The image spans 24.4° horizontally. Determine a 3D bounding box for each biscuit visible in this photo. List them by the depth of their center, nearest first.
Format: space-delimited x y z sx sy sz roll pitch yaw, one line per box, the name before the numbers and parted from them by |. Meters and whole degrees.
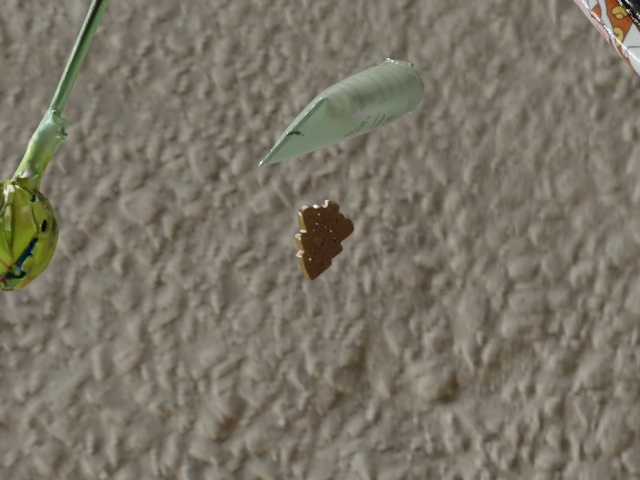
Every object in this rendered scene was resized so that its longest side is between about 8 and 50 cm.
biscuit | 0.000 0.000 1.643 0.016 0.082 0.092 20 96 48

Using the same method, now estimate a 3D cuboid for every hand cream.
hand cream | 0.022 -0.105 1.186 0.078 0.205 0.050 -43 83 31

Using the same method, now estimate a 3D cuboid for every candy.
candy | -0.151 -0.063 0.817 0.058 0.062 0.194 15 73 10

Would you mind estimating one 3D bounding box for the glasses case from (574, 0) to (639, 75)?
glasses case | 0.228 -0.189 1.102 0.067 0.103 0.266 -47 57 27
